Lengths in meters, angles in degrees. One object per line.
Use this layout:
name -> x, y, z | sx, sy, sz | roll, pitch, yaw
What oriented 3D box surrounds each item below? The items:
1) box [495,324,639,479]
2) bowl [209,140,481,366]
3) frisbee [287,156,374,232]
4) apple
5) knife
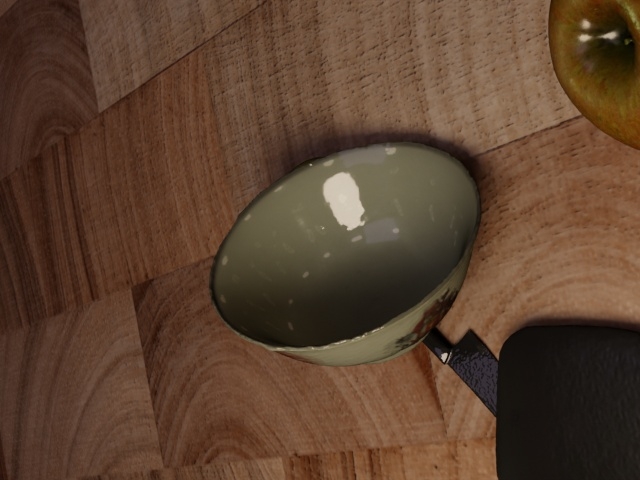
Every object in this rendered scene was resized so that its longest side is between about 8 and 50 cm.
box -> 0.278, 0.197, 0.994 | 0.201, 0.042, 0.212 | -1, 92, 46
bowl -> 0.050, 0.046, 1.099 | 0.337, 0.337, 0.157 | 18, 147, 44
frisbee -> 0.000, 0.000, 1.287 | 0.236, 0.017, 0.235 | 5, 97, 45
apple -> 0.328, -0.199, 0.814 | 0.237, 0.208, 0.236 | 39, 137, 48
knife -> 0.183, 0.150, 1.107 | 0.230, 0.028, 0.060 | 47, 116, 30
